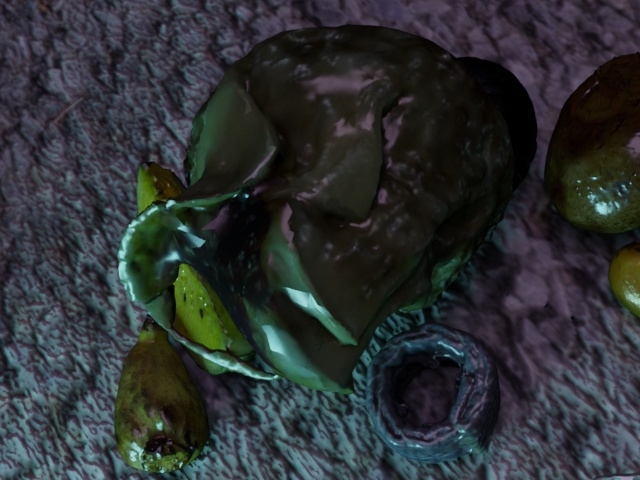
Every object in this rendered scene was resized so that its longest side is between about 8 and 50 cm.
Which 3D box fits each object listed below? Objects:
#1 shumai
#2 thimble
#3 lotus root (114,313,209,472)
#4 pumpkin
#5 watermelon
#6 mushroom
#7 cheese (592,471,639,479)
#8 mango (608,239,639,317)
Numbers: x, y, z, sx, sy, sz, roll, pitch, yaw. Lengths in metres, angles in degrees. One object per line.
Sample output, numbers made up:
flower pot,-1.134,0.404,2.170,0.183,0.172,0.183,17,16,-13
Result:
shumai,0.000,0.000,1.139,0.395,0.395,0.348,3,41,16
thimble,0.126,0.169,1.227,0.150,0.098,0.150,-6,65,13
lotus root,-0.189,0.182,1.310,0.108,0.094,0.191,-4,55,-11
pumpkin,0.162,-0.123,1.329,0.202,0.140,0.202,-12,64,25
watermelon,-0.147,0.046,1.334,0.123,0.129,0.301,-28,57,-2
mushroom,0.335,-0.117,1.249,0.194,0.138,0.231,-6,43,36
cheese,0.407,0.226,1.146,0.248,0.071,0.163,6,68,17
mango,0.368,0.052,1.237,0.079,0.057,0.114,-43,67,23
